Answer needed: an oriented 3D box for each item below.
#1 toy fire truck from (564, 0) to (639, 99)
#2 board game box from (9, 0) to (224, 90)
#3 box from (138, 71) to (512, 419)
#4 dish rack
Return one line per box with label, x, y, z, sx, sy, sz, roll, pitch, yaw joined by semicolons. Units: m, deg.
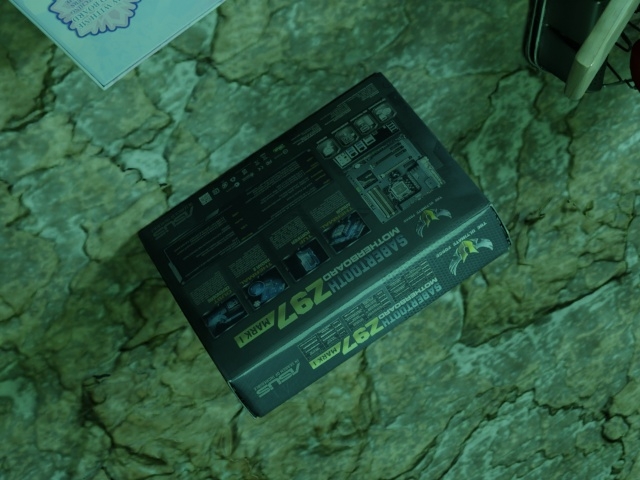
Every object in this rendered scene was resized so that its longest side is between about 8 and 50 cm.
toy fire truck;0.272;-0.149;1.409;0.246;0.158;0.217;-10;133;-11
board game box;-0.109;-0.286;1.163;0.318;0.066;0.318;-34;134;11
box;0.000;0.000;1.437;0.232;0.183;0.059;-35;136;-2
dish rack;0.304;-0.225;1.514;0.271;0.074;0.208;-13;133;-24
